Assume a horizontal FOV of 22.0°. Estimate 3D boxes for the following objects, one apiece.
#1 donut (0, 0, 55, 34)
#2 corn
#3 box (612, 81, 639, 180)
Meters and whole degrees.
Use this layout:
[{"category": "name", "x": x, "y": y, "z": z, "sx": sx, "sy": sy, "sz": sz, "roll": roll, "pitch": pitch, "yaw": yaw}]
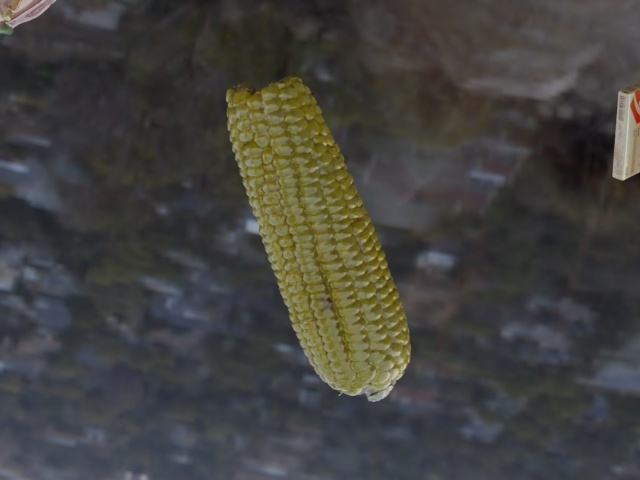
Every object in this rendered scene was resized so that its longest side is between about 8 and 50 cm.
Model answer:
[{"category": "donut", "x": -0.156, "y": -0.183, "z": 0.785, "sx": 0.117, "sy": 0.166, "sz": 0.065, "roll": -17, "pitch": -163, "yaw": 12}, {"category": "corn", "x": 0.000, "y": 0.000, "z": 0.969, "sx": 0.067, "sy": 0.206, "sz": 0.067, "roll": -19, "pitch": -168, "yaw": 4}, {"category": "box", "x": 0.314, "y": -0.111, "z": 1.627, "sx": 0.058, "sy": 0.093, "sz": 0.015, "roll": -22, "pitch": -147, "yaw": -38}]
